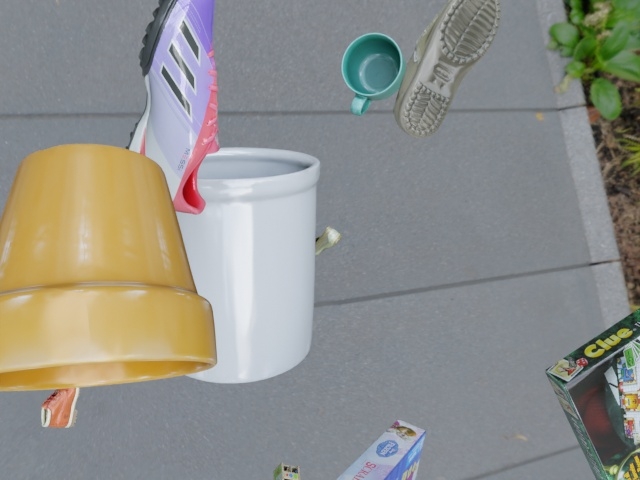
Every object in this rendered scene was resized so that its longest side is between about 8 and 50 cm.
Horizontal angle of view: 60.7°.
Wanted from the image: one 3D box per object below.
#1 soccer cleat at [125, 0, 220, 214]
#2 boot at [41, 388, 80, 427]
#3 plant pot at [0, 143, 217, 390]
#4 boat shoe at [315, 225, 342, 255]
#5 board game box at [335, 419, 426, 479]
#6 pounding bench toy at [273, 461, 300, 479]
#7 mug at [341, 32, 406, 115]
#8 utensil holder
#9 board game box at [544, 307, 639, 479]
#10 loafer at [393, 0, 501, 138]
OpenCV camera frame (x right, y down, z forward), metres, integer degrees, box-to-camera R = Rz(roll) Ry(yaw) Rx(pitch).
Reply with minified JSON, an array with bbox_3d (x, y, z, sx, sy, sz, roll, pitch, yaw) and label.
[{"bbox_3d":[-0.169,-0.176,0.702,0.117,0.318,0.108,24,31,0],"label":"soccer cleat"},{"bbox_3d":[-0.680,0.409,1.424,0.085,0.059,0.157,13,74,-46],"label":"boot"},{"bbox_3d":[-0.200,0.026,0.486,0.205,0.205,0.187,0,71,-21],"label":"plant pot"},{"bbox_3d":[-0.001,0.001,1.443,0.048,0.153,0.056,45,62,-11],"label":"boat shoe"},{"bbox_3d":[0.075,0.519,0.948,0.319,0.066,0.317,-8,110,-61],"label":"board game box"},{"bbox_3d":[-0.091,0.683,1.541,0.065,0.052,0.083,22,33,-22],"label":"pounding bench toy"},{"bbox_3d":[0.108,-0.361,1.183,0.158,0.097,0.129,-35,84,16],"label":"mug"},{"bbox_3d":[-0.164,0.034,1.067,0.328,0.327,0.385,-7,109,-22],"label":"utensil holder"},{"bbox_3d":[0.294,0.169,0.464,0.136,0.030,0.259,-33,113,-4],"label":"board game box"},{"bbox_3d":[0.190,-0.292,0.879,0.102,0.092,0.268,31,90,-25],"label":"loafer"}]
